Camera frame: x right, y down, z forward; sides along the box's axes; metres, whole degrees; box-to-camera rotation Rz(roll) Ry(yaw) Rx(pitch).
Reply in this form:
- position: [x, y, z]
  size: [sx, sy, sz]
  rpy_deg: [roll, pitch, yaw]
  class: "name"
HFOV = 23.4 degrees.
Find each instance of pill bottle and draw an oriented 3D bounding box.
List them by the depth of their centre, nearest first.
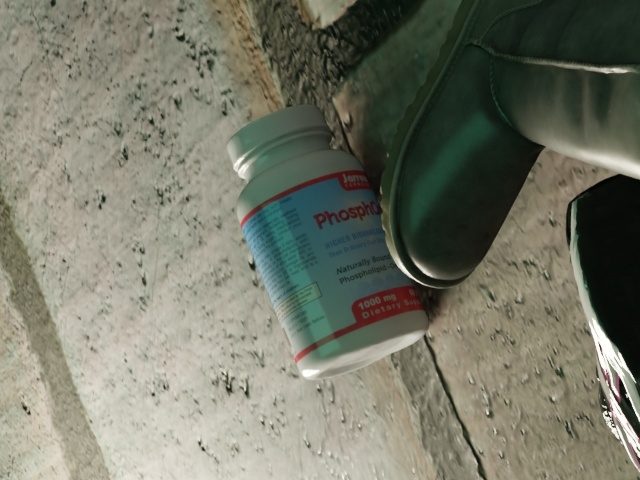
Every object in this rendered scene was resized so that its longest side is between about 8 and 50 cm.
- position: [0.000, 0.000, 0.968]
  size: [0.087, 0.087, 0.160]
  rpy_deg: [-42, 68, 58]
  class: "pill bottle"

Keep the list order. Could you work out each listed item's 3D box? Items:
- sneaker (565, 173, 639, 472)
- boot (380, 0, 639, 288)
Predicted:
- position: [0.156, 0.057, 0.754]
  size: [0.077, 0.072, 0.178]
  rpy_deg: [140, 117, -70]
  class: "sneaker"
- position: [0.113, -0.047, 0.700]
  size: [0.208, 0.076, 0.190]
  rpy_deg: [30, 108, 61]
  class: "boot"
